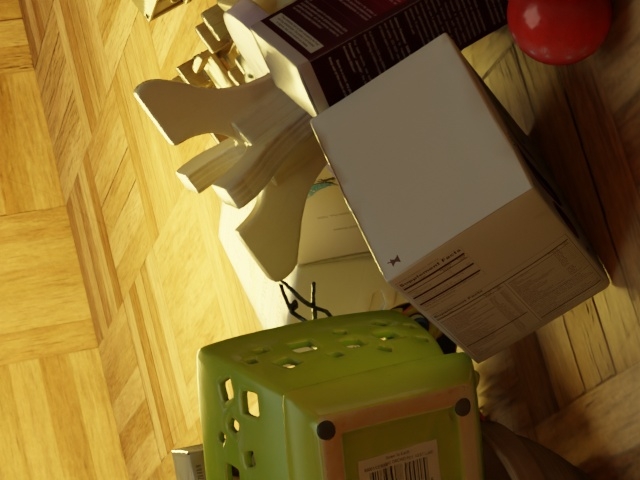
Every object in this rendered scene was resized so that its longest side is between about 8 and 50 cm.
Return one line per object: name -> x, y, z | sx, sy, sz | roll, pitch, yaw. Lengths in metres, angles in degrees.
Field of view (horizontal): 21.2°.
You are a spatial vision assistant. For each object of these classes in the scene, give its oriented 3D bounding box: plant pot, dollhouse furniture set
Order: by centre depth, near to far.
plant pot -> 0.031, 0.202, 1.609 | 0.207, 0.228, 0.227 | 14, 112, 63
plant pot -> 0.206, 0.283, 1.639 | 0.237, 0.109, 0.237 | 169, 90, -71
dollhouse furniture set -> -0.114, -0.288, 2.294 | 0.242, 0.161, 0.212 | 54, 156, 8

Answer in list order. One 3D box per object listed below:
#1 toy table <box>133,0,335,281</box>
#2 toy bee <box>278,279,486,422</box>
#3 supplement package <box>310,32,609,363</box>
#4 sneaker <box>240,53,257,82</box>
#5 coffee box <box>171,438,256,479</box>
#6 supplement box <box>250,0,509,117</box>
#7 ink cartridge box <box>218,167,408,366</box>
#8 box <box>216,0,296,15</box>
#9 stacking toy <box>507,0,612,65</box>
toy table -> -0.057, -0.097, 1.791 | 0.274, 0.161, 0.252 | 52, 171, -4
toy bee -> 0.112, 0.131, 1.820 | 0.195, 0.162, 0.298 | 29, 152, 56
supplement package -> 0.126, -0.034, 1.522 | 0.203, 0.149, 0.194 | 41, -160, -53
sneaker -> -0.045, -0.317, 2.056 | 0.139, 0.125, 0.341 | 27, 137, 59
coffee box -> -0.003, 0.290, 1.947 | 0.119, 0.297, 0.168 | 159, 100, -74
supplement box -> 0.069, -0.209, 1.584 | 0.073, 0.239, 0.130 | 64, 171, -31
ink cartridge box -> 0.000, 0.000, 1.992 | 0.171, 0.168, 0.233 | 100, 152, -42
box -> 0.020, -0.240, 1.809 | 0.148, 0.121, 0.311 | 40, 176, -23
stacking toy -> 0.195, -0.290, 1.376 | 0.141, 0.141, 0.330 | -123, 26, -48
